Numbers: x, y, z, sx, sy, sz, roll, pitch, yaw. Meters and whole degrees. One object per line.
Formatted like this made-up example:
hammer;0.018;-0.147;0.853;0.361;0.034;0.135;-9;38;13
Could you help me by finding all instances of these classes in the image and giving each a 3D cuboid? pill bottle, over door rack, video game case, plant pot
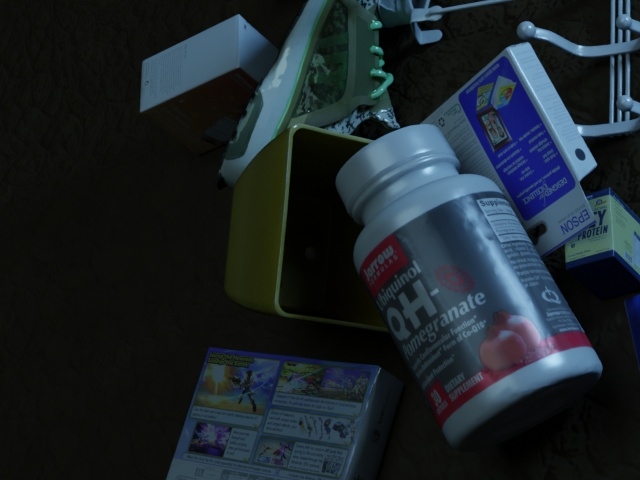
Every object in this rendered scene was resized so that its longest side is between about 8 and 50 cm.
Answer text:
pill bottle;0.142;0.043;1.597;0.176;0.176;0.318;-35;68;18
over door rack;0.222;-0.211;1.795;0.324;0.108;0.240;-13;57;34
video game case;-0.054;0.256;1.778;0.269;0.061;0.244;3;69;40
plant pot;0.000;0.000;1.774;0.187;0.212;0.212;-10;73;58

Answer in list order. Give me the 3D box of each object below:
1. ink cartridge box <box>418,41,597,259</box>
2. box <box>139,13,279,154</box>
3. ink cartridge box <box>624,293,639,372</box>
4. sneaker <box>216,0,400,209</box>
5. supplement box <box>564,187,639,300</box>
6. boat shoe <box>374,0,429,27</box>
ink cartridge box;0.205;-0.076;1.656;0.206;0.045;0.208;-40;72;54
box;-0.138;-0.207;2.070;0.170;0.130;0.091;-21;53;29
ink cartridge box;0.445;0.056;1.489;0.332;0.065;0.165;-27;52;26
sneaker;0.032;-0.210;1.922;0.410;0.182;0.158;-61;5;6
supplement box;0.300;0.005;1.620;0.056;0.083;0.083;-17;54;30
boat shoe;0.130;-0.403;1.994;0.088;0.096;0.268;6;71;37
